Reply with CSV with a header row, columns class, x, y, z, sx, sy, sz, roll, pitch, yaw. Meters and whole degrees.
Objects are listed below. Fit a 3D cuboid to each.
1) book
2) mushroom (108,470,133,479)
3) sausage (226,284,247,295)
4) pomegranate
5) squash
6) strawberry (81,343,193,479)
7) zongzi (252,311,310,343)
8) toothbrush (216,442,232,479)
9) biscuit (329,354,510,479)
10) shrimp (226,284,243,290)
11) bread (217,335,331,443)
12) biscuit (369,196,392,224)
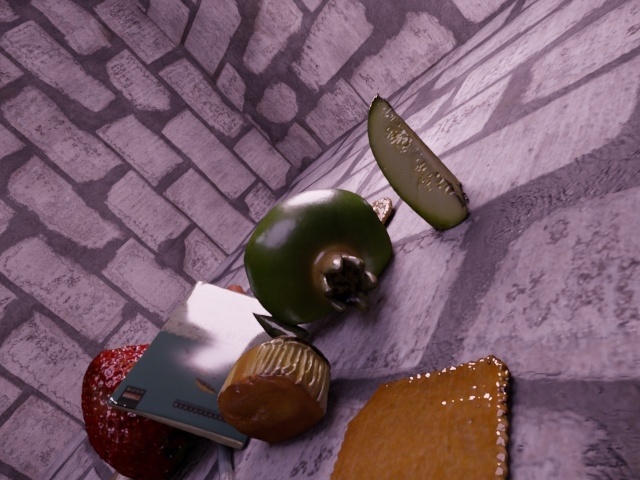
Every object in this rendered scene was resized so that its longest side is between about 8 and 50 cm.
class,x,y,z,sx,sy,sz,roll,pitch,yaw
book,-0.220,0.232,0.883,0.379,0.263,0.031,-70,-7,-59
mushroom,-0.479,0.611,0.841,0.122,0.095,0.351,-4,42,43
sausage,-0.308,0.243,1.348,0.113,0.113,0.259,-38,17,28
pomegranate,-0.010,0.015,0.829,0.309,0.216,0.358,-32,15,-7
squash,0.160,-0.144,0.783,0.093,0.252,0.169,-40,15,27
strawberry,-0.382,0.350,0.892,0.239,0.288,0.250,-57,-3,-10
zongzi,-0.082,0.180,0.853,0.052,0.113,0.104,-57,17,-22
toothbrush,-0.159,0.385,0.687,0.030,0.025,0.342,-49,15,-5
biscuit,0.085,0.233,0.425,0.232,0.013,0.237,-33,18,42
shrimp,-0.392,0.296,1.534,0.247,0.085,0.360,-48,7,30
bread,-0.073,0.234,0.639,0.190,0.132,0.114,-40,17,32
biscuit,0.105,-0.029,1.079,0.220,0.033,0.220,-44,14,14
